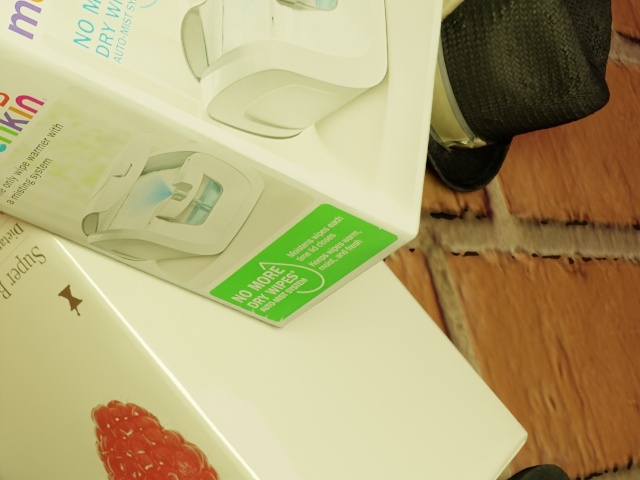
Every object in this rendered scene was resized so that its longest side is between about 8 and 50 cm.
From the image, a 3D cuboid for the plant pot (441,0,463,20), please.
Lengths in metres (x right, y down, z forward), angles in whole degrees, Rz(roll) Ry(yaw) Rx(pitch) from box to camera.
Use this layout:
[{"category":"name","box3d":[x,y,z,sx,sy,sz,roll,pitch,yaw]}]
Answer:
[{"category":"plant pot","box3d":[-0.085,-0.272,1.015,0.305,0.334,0.333,-18,86,-47]}]

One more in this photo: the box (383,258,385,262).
[{"category":"box","box3d":[0.000,0.000,1.188,0.136,0.036,0.225,54,34,-32]}]

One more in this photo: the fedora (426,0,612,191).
[{"category":"fedora","box3d":[0.182,-0.198,1.410,0.334,0.153,0.334,-1,90,-67]}]

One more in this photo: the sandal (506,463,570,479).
[{"category":"sandal","box3d":[0.179,0.349,1.177,0.167,0.107,0.445,52,35,-22]}]

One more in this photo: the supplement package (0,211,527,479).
[{"category":"supplement package","box3d":[-0.069,0.073,0.827,0.293,0.177,0.175,49,42,-1]}]

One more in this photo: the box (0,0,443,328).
[{"category":"box","box3d":[-0.069,-0.127,0.736,0.231,0.127,0.262,25,54,-23]}]
